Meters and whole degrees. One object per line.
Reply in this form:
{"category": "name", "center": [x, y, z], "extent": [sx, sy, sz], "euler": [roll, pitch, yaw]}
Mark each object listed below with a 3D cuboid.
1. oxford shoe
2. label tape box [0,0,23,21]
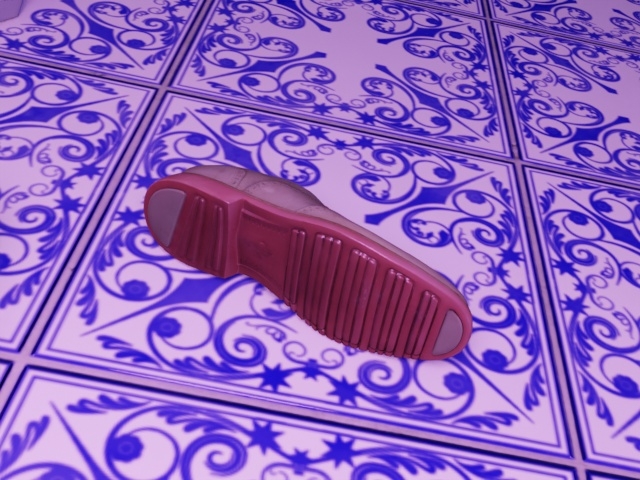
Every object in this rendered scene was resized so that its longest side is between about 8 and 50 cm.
{"category": "oxford shoe", "center": [0.000, 0.000, 0.775], "extent": [0.348, 0.123, 0.130], "euler": [27, 35, 14]}
{"category": "label tape box", "center": [-0.561, -0.393, 1.092], "extent": [0.249, 0.115, 0.348], "euler": [30, 39, 18]}
